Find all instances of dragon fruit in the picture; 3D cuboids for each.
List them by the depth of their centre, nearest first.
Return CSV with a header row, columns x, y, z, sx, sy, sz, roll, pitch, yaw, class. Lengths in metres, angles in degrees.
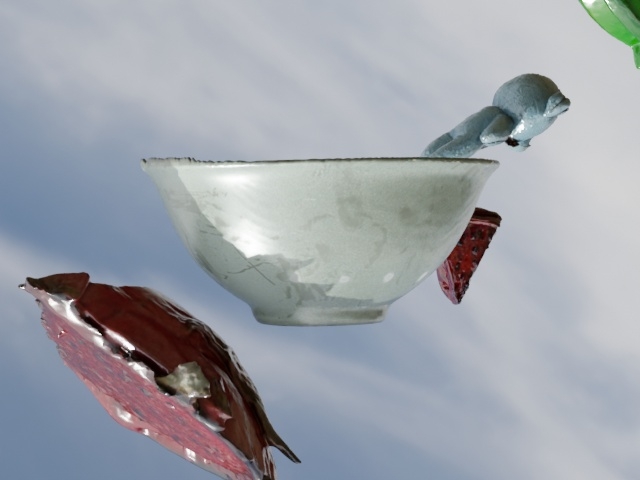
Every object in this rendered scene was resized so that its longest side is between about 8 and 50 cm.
x,y,z,sx,sy,sz,roll,pitch,yaw,class
-0.125,0.129,1.563,0.282,0.100,0.343,41,165,5,dragon fruit
0.129,0.008,1.741,0.063,0.097,0.131,26,178,0,dragon fruit

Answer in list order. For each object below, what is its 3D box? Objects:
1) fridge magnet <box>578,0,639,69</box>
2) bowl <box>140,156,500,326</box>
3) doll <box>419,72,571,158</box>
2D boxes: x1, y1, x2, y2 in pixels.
x,y,z,sx,sy,sz,roll,pitch,yaw,class
0.259,-0.237,1.390,0.208,0.088,0.208,21,-121,-39,fridge magnet
0.000,0.000,1.522,0.313,0.146,0.313,0,-177,0,bowl
0.204,-0.123,2.005,0.075,0.180,0.120,52,178,-24,doll
